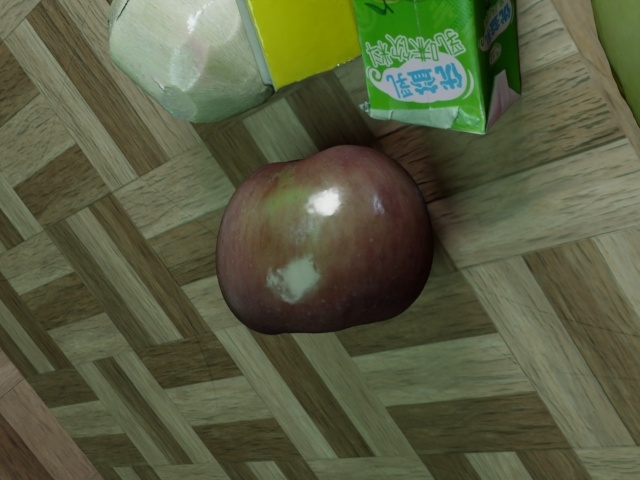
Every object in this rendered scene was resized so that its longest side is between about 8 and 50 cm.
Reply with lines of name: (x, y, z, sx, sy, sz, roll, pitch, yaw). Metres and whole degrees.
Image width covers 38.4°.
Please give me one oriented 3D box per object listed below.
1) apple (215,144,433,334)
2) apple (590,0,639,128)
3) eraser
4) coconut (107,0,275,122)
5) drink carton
apple: (0.000, 0.000, 1.228, 0.305, 0.305, 0.235, -8, 93, 46)
apple: (0.403, -0.182, 0.554, 0.473, 0.473, 0.474, 25, 138, 25)
eraser: (-0.022, -0.304, 1.068, 0.069, 0.158, 0.226, -127, 16, -59)
coconut: (-0.151, -0.255, 1.192, 0.234, 0.224, 0.224, 40, 142, 5)
drink carton: (0.120, -0.262, 1.013, 0.161, 0.108, 0.271, 15, 132, 34)
